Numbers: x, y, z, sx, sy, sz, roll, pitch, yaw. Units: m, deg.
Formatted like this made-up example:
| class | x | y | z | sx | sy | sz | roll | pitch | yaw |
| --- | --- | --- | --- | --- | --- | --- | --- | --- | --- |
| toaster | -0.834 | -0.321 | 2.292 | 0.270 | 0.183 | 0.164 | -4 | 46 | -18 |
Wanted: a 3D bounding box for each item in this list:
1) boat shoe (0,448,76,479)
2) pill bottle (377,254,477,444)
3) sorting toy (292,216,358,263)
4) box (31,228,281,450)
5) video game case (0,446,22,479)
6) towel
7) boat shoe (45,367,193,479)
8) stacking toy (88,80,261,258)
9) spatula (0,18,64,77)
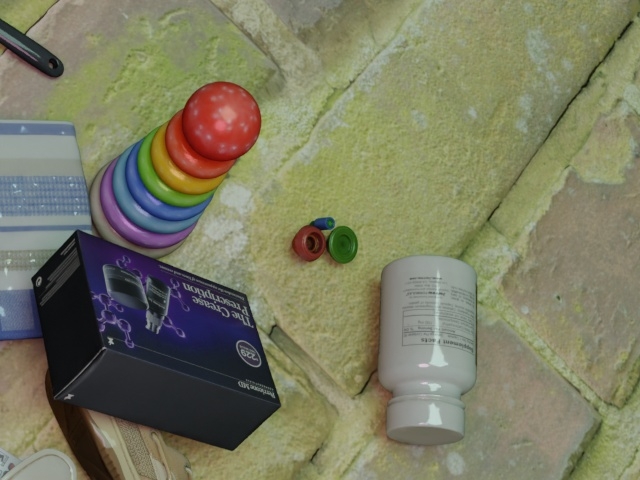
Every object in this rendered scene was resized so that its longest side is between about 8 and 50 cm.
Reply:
| class | x | y | z | sx | sy | sz | roll | pitch | yaw |
| --- | --- | --- | --- | --- | --- | --- | --- | --- | --- |
| boat shoe | -0.355 | 0.340 | 1.610 | 0.095 | 0.079 | 0.254 | 35 | 62 | -16 |
| pill bottle | 0.141 | 0.146 | 1.943 | 0.131 | 0.131 | 0.229 | 13 | 66 | -24 |
| sorting toy | 0.000 | 0.000 | 1.983 | 0.102 | 0.042 | 0.061 | 5 | 84 | -39 |
| box | -0.190 | 0.119 | 1.713 | 0.261 | 0.103 | 0.184 | 23 | 36 | -39 |
| video game case | -0.354 | 0.331 | 1.672 | 0.143 | 0.019 | 0.157 | 36 | 58 | -12 |
| towel | -0.376 | -0.015 | 1.785 | 0.209 | 0.034 | 0.285 | -3 | 74 | -29 |
| boat shoe | -0.199 | 0.278 | 1.714 | 0.110 | 0.121 | 0.341 | -20 | 80 | -34 |
| stacking toy | -0.159 | -0.090 | 1.752 | 0.141 | 0.330 | 0.141 | 10 | 67 | -25 |
| spatula | -0.450 | -0.289 | 1.851 | 0.296 | 0.030 | 0.084 | 32 | 60 | -15 |
